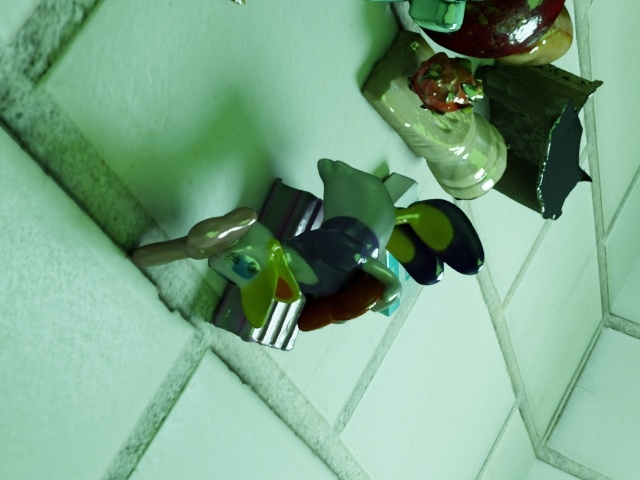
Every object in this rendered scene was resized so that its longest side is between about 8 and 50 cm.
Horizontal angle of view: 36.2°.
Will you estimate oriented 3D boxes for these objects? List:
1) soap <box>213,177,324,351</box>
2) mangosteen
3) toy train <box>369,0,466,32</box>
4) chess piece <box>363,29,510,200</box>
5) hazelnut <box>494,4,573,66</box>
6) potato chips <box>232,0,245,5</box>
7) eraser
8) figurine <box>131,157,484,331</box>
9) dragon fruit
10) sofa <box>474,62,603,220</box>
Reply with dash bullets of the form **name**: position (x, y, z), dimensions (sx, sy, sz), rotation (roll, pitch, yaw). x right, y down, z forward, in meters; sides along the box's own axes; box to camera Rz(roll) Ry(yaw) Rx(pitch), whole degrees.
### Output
- **soap**: position (-0.049, 0.036, 1.252), dimensions (0.122, 0.065, 0.203), rotation (29, 84, -59)
- **mangosteen**: position (0.231, -0.356, 1.323), dimensions (0.257, 0.215, 0.215), rotation (-39, 143, -66)
- **toy train**: position (0.106, -0.382, 1.041), dimensions (0.167, 0.238, 0.299), rotation (-18, 123, -54)
- **chess piece**: position (0.164, -0.181, 1.439), dimensions (0.301, 0.137, 0.137), rotation (36, 78, -50)
- **hazelnut**: position (0.332, -0.352, 1.570), dimensions (0.150, 0.150, 0.150), rotation (-40, 141, -41)
- **potato chips**: position (-0.089, -0.327, 0.962), dimensions (0.026, 0.037, 0.204), rotation (-31, 141, -34)
- **eraser**: position (0.110, 0.011, 1.529), dimensions (0.095, 0.052, 0.225), rotation (-44, 144, -34)
- **figurine**: position (0.005, 0.003, 1.124), dimensions (0.421, 0.154, 0.193), rotation (-19, 89, -42)
- **dragon fruit**: position (0.176, -0.212, 1.330), dimensions (0.116, 0.081, 0.086), rotation (-12, 82, -41)
- **sofa**: position (0.348, -0.177, 1.679), dimensions (0.182, 0.200, 0.258), rotation (-38, 142, -25)
